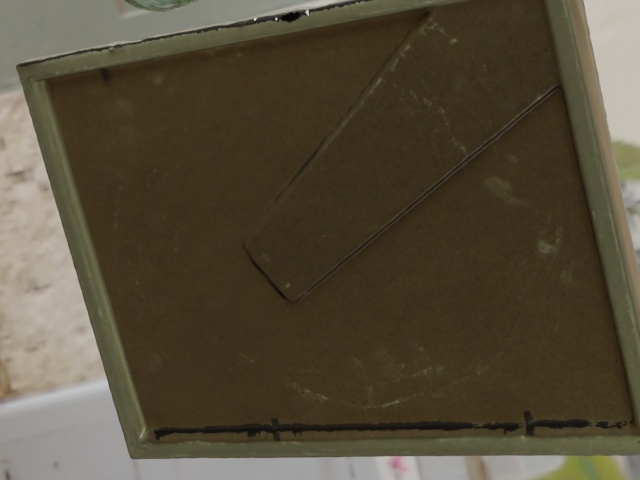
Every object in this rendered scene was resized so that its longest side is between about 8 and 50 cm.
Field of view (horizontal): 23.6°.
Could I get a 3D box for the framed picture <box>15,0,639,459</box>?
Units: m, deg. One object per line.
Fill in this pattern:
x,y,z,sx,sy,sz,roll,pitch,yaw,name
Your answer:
0.000,0.000,0.801,0.022,0.335,0.247,-33,112,-54,framed picture

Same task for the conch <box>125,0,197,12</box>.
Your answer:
-0.178,-0.351,1.763,0.122,0.188,0.176,-99,162,-44,conch
